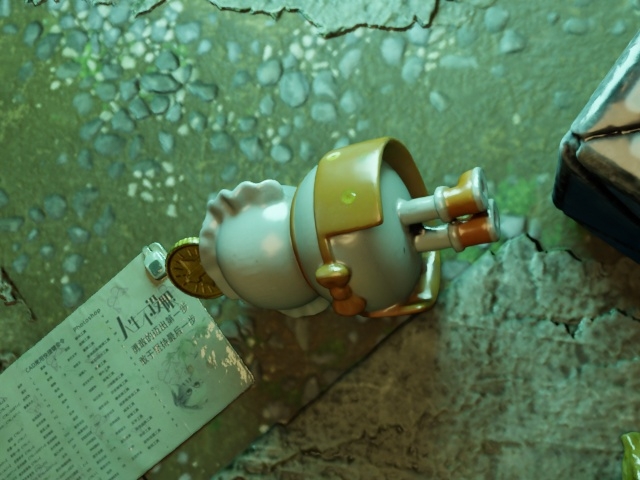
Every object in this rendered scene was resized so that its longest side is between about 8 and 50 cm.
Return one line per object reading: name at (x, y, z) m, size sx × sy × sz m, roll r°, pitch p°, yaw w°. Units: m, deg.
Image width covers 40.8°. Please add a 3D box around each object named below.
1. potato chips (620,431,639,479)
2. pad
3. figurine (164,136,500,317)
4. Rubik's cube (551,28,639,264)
potato chips at (0.225, 0.345, 0.598) m, size 0.057 × 0.080 × 0.407 m, roll 8°, pitch 86°, yaw -3°
pad at (-0.201, 0.142, 0.765) m, size 0.265 × 0.009 × 0.160 m, roll -40°, pitch 77°, yaw 8°
figurine at (0.001, 0.005, 0.666) m, size 0.271 × 0.143 × 0.143 m, roll -21°, pitch 79°, yaw 10°
Rubik's cube at (0.319, -0.069, 0.529) m, size 0.260 × 0.259 × 0.255 m, roll 37°, pitch 95°, yaw 12°
